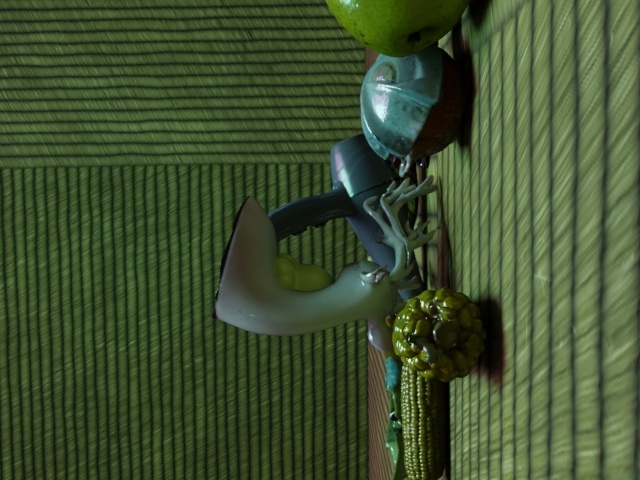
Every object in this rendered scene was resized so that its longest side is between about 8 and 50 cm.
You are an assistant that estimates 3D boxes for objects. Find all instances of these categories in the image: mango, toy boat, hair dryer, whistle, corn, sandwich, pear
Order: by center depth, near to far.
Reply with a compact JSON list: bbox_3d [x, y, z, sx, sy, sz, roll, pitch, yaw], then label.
[{"bbox_3d":[0.088,-0.310,0.759,0.198,0.198,0.198,-1,-90,-89],"label":"pear"},{"bbox_3d":[0.134,0.112,0.826,0.313,0.102,0.102,72,-163,-83],"label":"corn"},{"bbox_3d":[0.126,-0.232,0.888,0.142,0.134,0.346,80,-162,-63],"label":"whistle"},{"bbox_3d":[0.152,0.258,1.004,0.068,0.068,0.207,70,-160,-88],"label":"corn"},{"bbox_3d":[0.151,0.303,1.143,0.111,0.084,0.276,-94,-1,-47],"label":"toy boat"},{"bbox_3d":[0.000,0.000,1.162,0.121,0.361,0.301,-24,87,66],"label":"hair dryer"},{"bbox_3d":[0.153,0.202,1.398,0.063,0.077,0.127,42,152,58],"label":"mango"},{"bbox_3d":[0.155,-0.092,1.411,0.214,0.065,0.186,87,-177,-64],"label":"sandwich"}]

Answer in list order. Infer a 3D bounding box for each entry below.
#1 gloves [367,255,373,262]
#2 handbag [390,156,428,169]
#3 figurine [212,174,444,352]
[{"bbox_3d":[0.146,0.097,1.608,0.110,0.094,0.144,-103,29,-51],"label":"gloves"},{"bbox_3d":[0.146,-0.252,1.180,0.203,0.074,0.216,-93,0,-54],"label":"handbag"},{"bbox_3d":[0.033,0.023,1.013,0.284,0.316,0.206,-70,-6,-53],"label":"figurine"}]
